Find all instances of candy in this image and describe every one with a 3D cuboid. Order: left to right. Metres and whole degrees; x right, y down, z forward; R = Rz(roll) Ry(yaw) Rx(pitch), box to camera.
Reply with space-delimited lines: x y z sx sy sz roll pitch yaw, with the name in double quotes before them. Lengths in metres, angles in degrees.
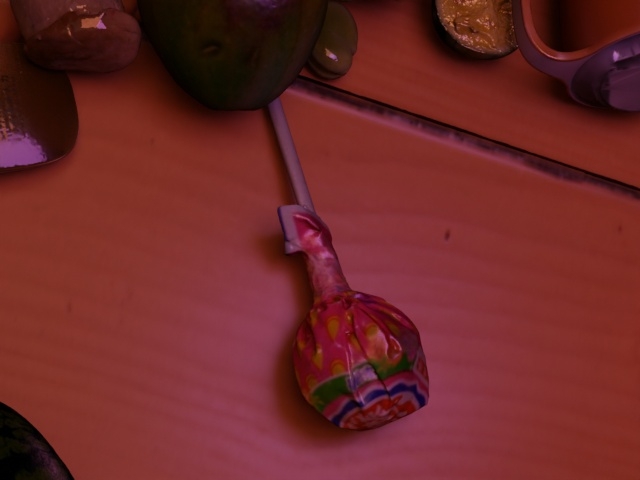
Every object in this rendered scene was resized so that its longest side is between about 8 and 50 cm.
"candy" 0.000 0.000 1.259 0.124 0.124 0.365 -11 70 -16

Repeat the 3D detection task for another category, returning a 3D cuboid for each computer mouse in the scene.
"computer mouse" -0.342 -0.109 1.221 0.245 0.056 0.126 -9 77 -14

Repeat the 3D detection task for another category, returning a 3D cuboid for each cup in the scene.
"cup" 0.291 -0.263 1.353 0.226 0.182 0.264 -4 69 -15

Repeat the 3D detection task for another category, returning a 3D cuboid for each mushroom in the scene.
"mushroom" -0.261 -0.314 1.267 0.123 0.095 0.351 -16 74 -24

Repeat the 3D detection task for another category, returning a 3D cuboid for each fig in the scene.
"fig" -0.079 -0.214 1.252 0.181 0.181 0.191 4 94 -12

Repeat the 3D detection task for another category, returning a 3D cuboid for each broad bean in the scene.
"broad bean" 0.007 -0.198 1.332 0.063 0.045 0.083 3 67 -14

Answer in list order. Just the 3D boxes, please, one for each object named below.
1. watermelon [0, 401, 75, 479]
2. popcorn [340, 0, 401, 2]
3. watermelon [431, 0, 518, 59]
"watermelon" -0.310 0.245 1.014 0.285 0.285 0.285 3 75 -12
"popcorn" 0.055 -0.304 1.305 0.142 0.173 0.173 -5 73 23
"watermelon" 0.155 -0.224 1.362 0.105 0.062 0.105 7 69 -19
